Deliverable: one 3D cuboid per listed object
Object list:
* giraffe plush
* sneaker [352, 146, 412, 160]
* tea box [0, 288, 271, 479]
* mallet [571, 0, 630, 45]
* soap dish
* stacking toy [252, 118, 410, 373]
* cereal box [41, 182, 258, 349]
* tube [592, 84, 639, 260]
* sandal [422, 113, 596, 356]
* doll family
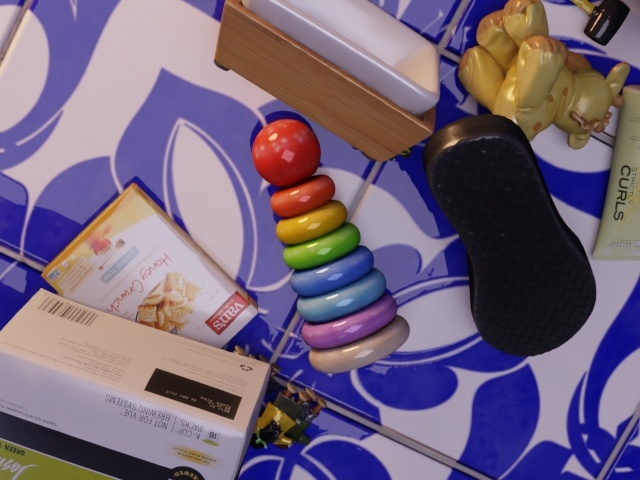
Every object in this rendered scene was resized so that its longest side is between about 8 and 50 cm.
[{"bbox_3d":[0.301,-0.197,1.772,0.170,0.181,0.210,0,73,-28],"label":"giraffe plush"},{"bbox_3d":[0.083,-0.121,1.828,0.083,0.031,0.035,-3,103,-4],"label":"sneaker"},{"bbox_3d":[-0.271,0.284,1.753,0.329,0.220,0.323,19,107,1],"label":"tea box"},{"bbox_3d":[0.320,-0.336,1.801,0.189,0.039,0.062,41,96,-8],"label":"mallet"},{"bbox_3d":[0.008,-0.231,1.708,0.291,0.229,0.118,31,115,-11],"label":"soap dish"},{"bbox_3d":[0.000,0.000,1.802,0.141,0.141,0.330,-21,100,0],"label":"stacking toy"},{"bbox_3d":[-0.224,0.067,1.835,0.173,0.047,0.240,-44,102,6],"label":"cereal box"},{"bbox_3d":[0.424,-0.086,1.854,0.070,0.062,0.240,16,111,33],"label":"tube"},{"bbox_3d":[0.248,-0.012,1.767,0.167,0.107,0.446,-14,136,10],"label":"sandal"},{"bbox_3d":[-0.088,0.225,1.874,0.193,0.076,0.111,38,101,-7],"label":"doll family"}]
